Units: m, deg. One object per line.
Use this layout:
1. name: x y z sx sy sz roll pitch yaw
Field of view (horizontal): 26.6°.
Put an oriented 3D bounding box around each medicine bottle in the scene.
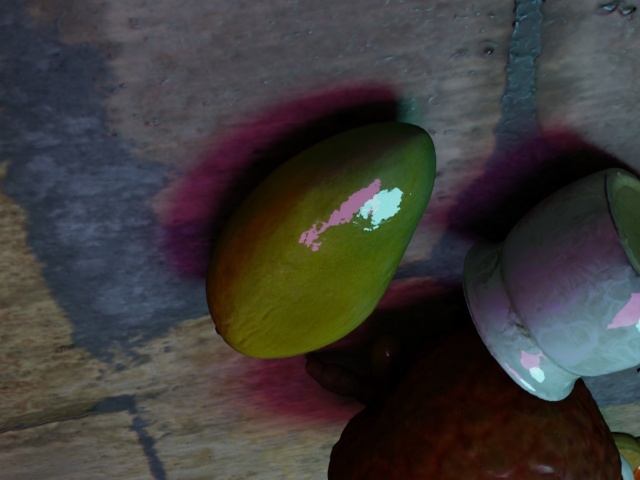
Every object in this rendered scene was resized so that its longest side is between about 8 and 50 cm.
1. medicine bottle: 0.202 0.035 1.050 0.143 0.147 0.147 -32 141 31

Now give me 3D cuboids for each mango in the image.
1. mango: -0.007 0.001 0.988 0.137 0.091 0.237 -2 139 -24

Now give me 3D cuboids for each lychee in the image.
1. lychee: 0.121 0.186 1.178 0.255 0.300 0.255 -38 167 -10

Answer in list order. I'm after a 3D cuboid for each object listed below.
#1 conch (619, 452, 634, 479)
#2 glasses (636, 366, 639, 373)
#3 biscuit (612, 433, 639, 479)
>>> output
1. conch: 0.225 0.295 1.411 0.158 0.127 0.255 23 136 -10
2. glasses: 0.395 0.072 1.215 0.162 0.095 0.255 8 143 -40
3. biscuit: 0.336 0.257 1.505 0.225 0.036 0.166 5 143 -24
